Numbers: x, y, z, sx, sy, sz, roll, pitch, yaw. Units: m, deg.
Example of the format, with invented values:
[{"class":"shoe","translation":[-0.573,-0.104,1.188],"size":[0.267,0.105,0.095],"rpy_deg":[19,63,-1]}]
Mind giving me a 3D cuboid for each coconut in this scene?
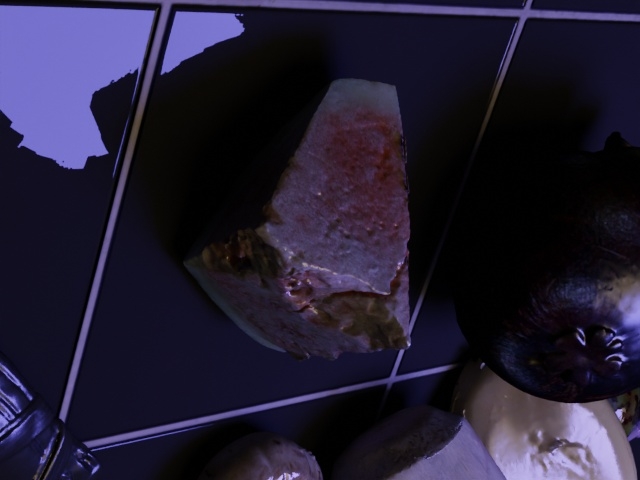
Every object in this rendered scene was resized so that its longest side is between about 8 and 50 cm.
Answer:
[{"class":"coconut","translation":[0.131,0.333,1.764],"size":[0.224,0.224,0.234],"rpy_deg":[-26,96,-29]}]

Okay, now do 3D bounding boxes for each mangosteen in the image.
[{"class":"mangosteen","translation":[0.300,0.033,1.678],"size":[0.330,0.330,0.330],"rpy_deg":[-26,136,-29]}]

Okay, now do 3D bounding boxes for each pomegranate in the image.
[{"class":"pomegranate","translation":[0.393,0.240,2.056],"size":[0.148,0.148,0.169],"rpy_deg":[-39,153,-16]}]

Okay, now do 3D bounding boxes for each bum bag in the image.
[{"class":"bum bag","translation":[-0.311,0.205,1.352],"size":[0.142,0.080,0.326],"rpy_deg":[-45,141,-15]}]

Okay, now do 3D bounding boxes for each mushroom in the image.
[{"class":"mushroom","translation":[-0.069,0.301,1.637],"size":[0.166,0.127,0.166],"rpy_deg":[-32,138,-34]}]

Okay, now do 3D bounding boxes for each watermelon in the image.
[{"class":"watermelon","translation":[0.000,0.000,1.407],"size":[0.193,0.231,0.310],"rpy_deg":[34,113,-19]}]

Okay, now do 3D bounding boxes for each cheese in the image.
[{"class":"cheese","translation":[0.288,0.278,1.904],"size":[0.260,0.128,0.315],"rpy_deg":[-21,101,-15]}]

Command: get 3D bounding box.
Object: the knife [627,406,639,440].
[{"class":"knife","translation":[0.381,0.332,2.127],"size":[0.399,0.132,0.038],"rpy_deg":[-26,114,-33]}]
